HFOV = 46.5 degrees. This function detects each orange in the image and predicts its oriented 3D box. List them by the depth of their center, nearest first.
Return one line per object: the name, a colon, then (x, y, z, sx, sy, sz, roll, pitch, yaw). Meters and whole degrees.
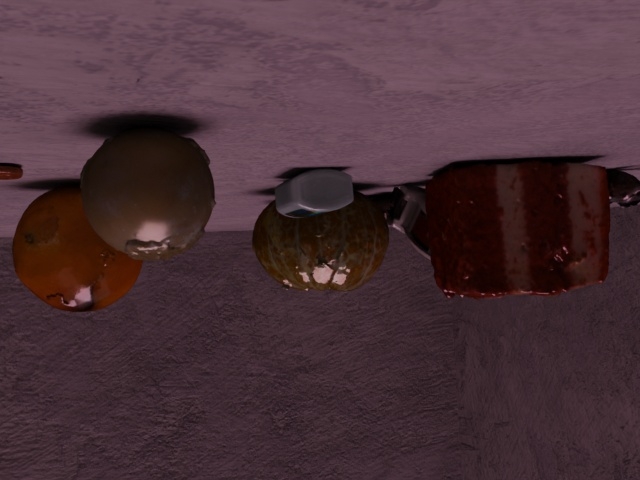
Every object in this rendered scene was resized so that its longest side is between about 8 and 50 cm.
orange: (-0.460, 0.015, 1.427, 0.246, 0.246, 0.246, -3, 178, 0)
orange: (0.000, 0.000, 1.786, 0.329, 0.249, 0.329, 1, 173, 0)

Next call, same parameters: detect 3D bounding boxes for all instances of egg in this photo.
egg: (-0.207, -0.055, 0.901, 0.164, 0.164, 0.201, -3, -178, -14)

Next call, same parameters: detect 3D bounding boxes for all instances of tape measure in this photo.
tape measure: (0.318, -0.018, 1.769, 0.258, 0.130, 0.265, 10, -152, -30)

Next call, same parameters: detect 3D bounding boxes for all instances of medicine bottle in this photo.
medicine bottle: (-0.025, -0.089, 1.468, 0.121, 0.083, 0.229, -5, 180, -17)

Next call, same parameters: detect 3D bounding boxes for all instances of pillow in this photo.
pillow: (0.222, -0.084, 2.074, 0.223, 0.084, 0.236, 0, -178, -24)

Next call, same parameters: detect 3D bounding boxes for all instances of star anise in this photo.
star anise: (0.638, -0.112, 1.726, 0.229, 0.093, 0.236, -3, 174, -45)

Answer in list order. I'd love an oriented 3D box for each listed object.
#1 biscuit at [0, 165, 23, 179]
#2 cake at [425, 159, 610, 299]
biscuit: (-0.499, -0.105, 1.143, 0.078, 0.015, 0.091, -1, 177, -26)
cake: (0.396, -0.019, 1.507, 0.319, 0.270, 0.269, -5, 179, -5)
